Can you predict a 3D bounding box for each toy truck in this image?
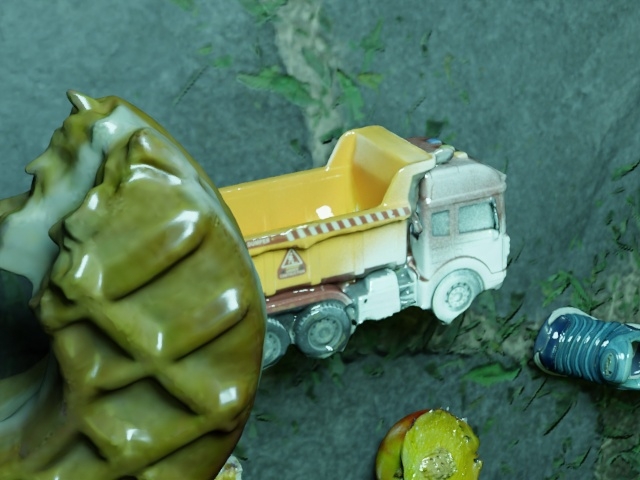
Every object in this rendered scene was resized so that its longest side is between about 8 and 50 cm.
[{"bbox_3d":[0.000,0.000,0.870,0.271,0.114,0.135,-12,116,-22],"label":"toy truck"}]

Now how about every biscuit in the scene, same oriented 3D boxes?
[{"bbox_3d":[-0.195,0.090,0.729,0.366,0.115,0.268,-26,121,8],"label":"biscuit"}]

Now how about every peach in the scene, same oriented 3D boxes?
[{"bbox_3d":[0.082,0.179,1.000,0.098,0.061,0.098,2,87,-44],"label":"peach"}]

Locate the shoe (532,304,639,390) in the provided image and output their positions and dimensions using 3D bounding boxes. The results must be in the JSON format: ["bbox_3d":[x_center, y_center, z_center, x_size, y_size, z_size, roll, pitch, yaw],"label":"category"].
[{"bbox_3d":[0.246,0.099,1.057,0.143,0.071,0.063,13,99,-26],"label":"shoe"}]

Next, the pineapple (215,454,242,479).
[{"bbox_3d":[-0.086,0.226,0.918,0.116,0.069,0.137,31,88,-32],"label":"pineapple"}]
